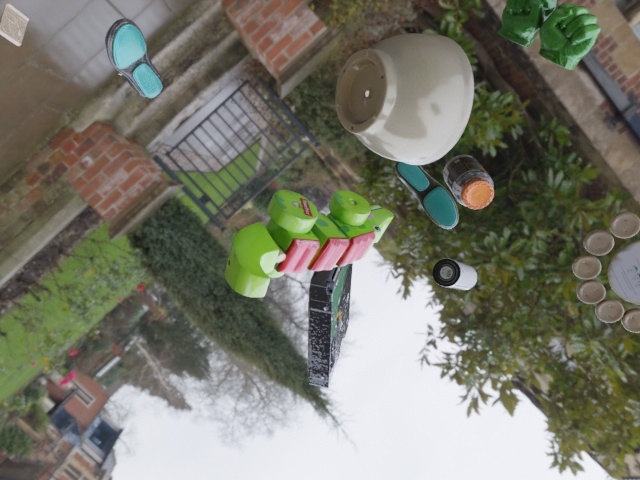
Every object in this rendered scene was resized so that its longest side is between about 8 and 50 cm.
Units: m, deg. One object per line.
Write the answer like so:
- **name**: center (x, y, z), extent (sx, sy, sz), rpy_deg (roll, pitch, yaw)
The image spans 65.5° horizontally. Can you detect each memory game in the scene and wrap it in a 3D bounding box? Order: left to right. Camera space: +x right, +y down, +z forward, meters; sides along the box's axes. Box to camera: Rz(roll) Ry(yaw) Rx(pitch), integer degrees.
- **memory game**: center (0.446, 0.042, 0.682), extent (0.186, 0.186, 0.012), rpy_deg (-38, -175, 27)

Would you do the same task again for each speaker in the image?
- **speaker**: center (0.266, 0.068, 0.979), extent (0.055, 0.055, 0.136), rpy_deg (-39, 156, 19)

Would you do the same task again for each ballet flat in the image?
- **ballet flat**: center (-0.334, -0.321, 0.861), extent (0.074, 0.074, 0.203), rpy_deg (-44, 171, -11)
- **ballet flat**: center (0.262, -0.121, 1.218), extent (0.072, 0.213, 0.068), rpy_deg (-39, 175, 11)

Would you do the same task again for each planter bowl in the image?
- **planter bowl**: center (0.088, -0.176, 0.610), extent (0.109, 0.162, 0.162), rpy_deg (-4, 164, -35)

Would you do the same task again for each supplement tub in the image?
- **supplement tub**: center (0.450, -0.176, 1.510), extent (0.117, 0.117, 0.190), rpy_deg (-39, -157, 19)

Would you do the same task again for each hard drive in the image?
- **hard drive**: center (0.026, 0.170, 1.254), extent (0.237, 0.064, 0.339), rpy_deg (-66, 162, -52)

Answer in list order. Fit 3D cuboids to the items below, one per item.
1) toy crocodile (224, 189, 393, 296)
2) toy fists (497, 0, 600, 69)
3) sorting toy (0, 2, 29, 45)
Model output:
- **toy crocodile**: center (0.000, 0.000, 0.733), extent (0.340, 0.105, 0.115), rpy_deg (-9, 138, -49)
- **toy fists**: center (0.604, -0.578, 1.331), extent (0.096, 0.279, 0.142), rpy_deg (-8, 133, -39)
- **sorting toy**: center (-0.612, -0.428, 0.972), extent (0.083, 0.012, 0.062), rpy_deg (38, 68, -77)
